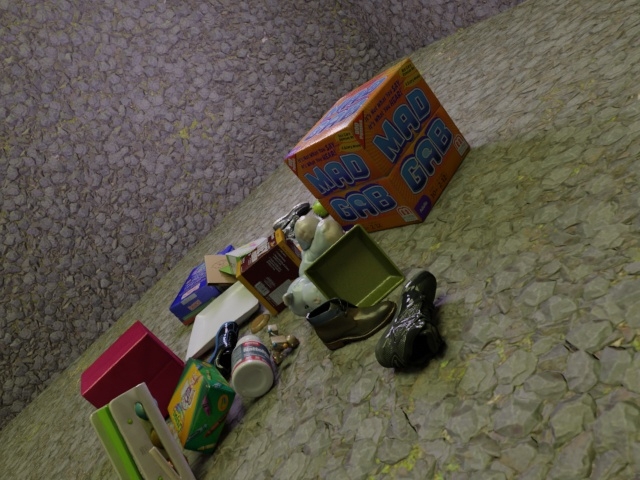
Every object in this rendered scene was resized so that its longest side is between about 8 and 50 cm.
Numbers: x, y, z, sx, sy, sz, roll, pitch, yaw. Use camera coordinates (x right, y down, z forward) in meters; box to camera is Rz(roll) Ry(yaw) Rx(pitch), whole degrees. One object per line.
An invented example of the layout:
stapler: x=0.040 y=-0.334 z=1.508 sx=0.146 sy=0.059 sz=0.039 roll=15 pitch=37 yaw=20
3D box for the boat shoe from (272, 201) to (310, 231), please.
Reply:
boat shoe: x=-0.123 y=-0.098 z=2.244 sx=0.206 sy=0.075 sz=0.065 roll=-36 pitch=62 yaw=1

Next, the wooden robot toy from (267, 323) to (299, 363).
wooden robot toy: x=-0.100 y=0.291 z=1.364 sx=0.079 sy=0.076 sz=0.173 roll=-8 pitch=16 yaw=-11

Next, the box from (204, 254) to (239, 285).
box: x=-0.409 y=0.127 z=2.093 sx=0.201 sy=0.164 sz=0.021 roll=-113 pitch=30 yaw=-53

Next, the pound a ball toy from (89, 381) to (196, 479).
pound a ball toy: x=-0.370 y=0.489 z=1.136 sx=0.208 sy=0.319 sz=0.136 roll=-35 pitch=-7 yaw=35

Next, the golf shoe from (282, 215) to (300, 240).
golf shoe: x=-0.139 y=-0.026 z=2.114 sx=0.176 sy=0.069 sz=0.086 roll=-46 pitch=-1 yaw=-20

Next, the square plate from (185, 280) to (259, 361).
square plate: x=-0.357 y=0.278 z=1.869 sx=0.347 sy=0.049 sz=0.344 roll=-39 pitch=20 yaw=7

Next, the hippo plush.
hippo plush: x=-0.024 y=0.086 z=1.363 sx=0.294 sy=0.234 sz=0.236 roll=1 pitch=55 yaw=38

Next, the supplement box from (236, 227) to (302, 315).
supplement box: x=-0.144 y=0.103 z=1.620 sx=0.194 sy=0.191 sz=0.129 roll=-39 pitch=19 yaw=6

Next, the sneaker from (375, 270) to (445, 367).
sneaker: x=0.210 y=0.159 z=0.992 sx=0.130 sy=0.087 sz=0.227 roll=-11 pitch=39 yaw=53

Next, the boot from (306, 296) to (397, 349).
boot: x=0.070 y=0.181 z=1.173 sx=0.219 sy=0.106 sz=0.082 roll=-33 pitch=21 yaw=24

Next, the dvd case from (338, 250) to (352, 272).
dvd case: x=0.113 y=0.076 z=1.281 sx=0.087 sy=0.119 sz=0.013 roll=-34 pitch=7 yaw=-1

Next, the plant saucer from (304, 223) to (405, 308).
plant saucer: x=0.086 y=0.085 z=1.248 sx=0.188 sy=0.188 sz=0.045 roll=-41 pitch=4 yaw=2

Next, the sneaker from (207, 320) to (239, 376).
sneaker: x=-0.296 y=0.347 z=1.571 sx=0.090 sy=0.081 sz=0.232 roll=-27 pitch=31 yaw=30

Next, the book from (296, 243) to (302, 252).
book: x=-0.047 y=0.025 z=1.846 sx=0.096 sy=0.035 sz=0.144 roll=-48 pitch=20 yaw=-26

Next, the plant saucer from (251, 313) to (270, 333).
plant saucer: x=-0.205 y=0.274 z=1.638 sx=0.083 sy=0.015 sz=0.083 roll=-36 pitch=20 yaw=15

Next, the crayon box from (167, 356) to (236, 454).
crayon box: x=-0.332 y=0.442 z=1.341 sx=0.278 sy=0.081 sz=0.165 roll=6 pitch=73 yaw=64

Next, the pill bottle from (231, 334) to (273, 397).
pill bottle: x=-0.190 y=0.335 z=1.336 sx=0.108 sy=0.108 sz=0.180 roll=-41 pitch=20 yaw=2

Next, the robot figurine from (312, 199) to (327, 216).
robot figurine: x=0.012 y=-0.147 z=2.045 sx=0.101 sy=0.067 sz=0.115 roll=-8 pitch=37 yaw=39

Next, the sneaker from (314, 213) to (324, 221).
sneaker: x=0.000 y=0.000 z=1.696 sx=0.124 sy=0.107 sz=0.283 roll=-47 pitch=22 yaw=4

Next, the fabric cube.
fabric cube: x=-0.608 y=0.463 z=1.643 sx=0.258 sy=0.259 sz=0.254 roll=-46 pitch=19 yaw=-19

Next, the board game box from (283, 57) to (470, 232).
board game box: x=0.180 y=-0.278 z=1.569 sx=0.356 sy=0.356 sz=0.356 roll=-12 pitch=35 yaw=55

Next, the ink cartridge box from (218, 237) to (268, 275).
ink cartridge box: x=-0.300 y=0.062 z=2.002 sx=0.189 sy=0.097 sz=0.255 roll=-27 pitch=20 yaw=-33

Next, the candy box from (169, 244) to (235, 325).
candy box: x=-0.509 y=0.197 z=2.223 sx=0.268 sy=0.122 sz=0.317 roll=-31 pitch=21 yaw=24
